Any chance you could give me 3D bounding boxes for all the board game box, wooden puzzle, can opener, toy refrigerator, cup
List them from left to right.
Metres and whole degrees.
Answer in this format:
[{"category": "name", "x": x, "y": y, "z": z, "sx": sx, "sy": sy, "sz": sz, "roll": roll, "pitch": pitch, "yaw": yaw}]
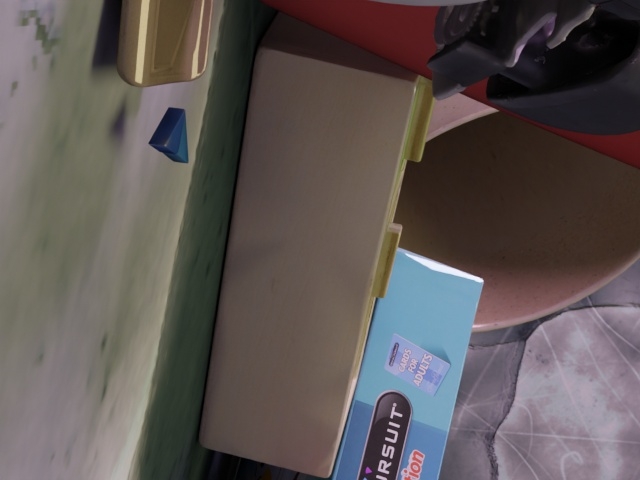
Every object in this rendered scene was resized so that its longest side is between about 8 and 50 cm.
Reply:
[{"category": "wooden puzzle", "x": -0.048, "y": -0.084, "z": 0.411, "sx": 0.078, "sy": 0.014, "sz": 0.116, "roll": -6, "pitch": 104, "yaw": -80}, {"category": "board game box", "x": -0.002, "y": 0.198, "z": 0.977, "sx": 0.254, "sy": 0.079, "sz": 0.336, "roll": 143, "pitch": -35, "yaw": -64}, {"category": "toy refrigerator", "x": 0.000, "y": 0.000, "z": 0.769, "sx": 0.102, "sy": 0.094, "sz": 0.269, "roll": -69, "pitch": 171, "yaw": -58}, {"category": "cup", "x": 0.151, "y": -0.100, "z": 1.278, "sx": 0.331, "sy": 0.331, "sz": 0.237, "roll": 99, "pitch": -18, "yaw": -50}, {"category": "can opener", "x": 0.122, "y": -0.094, "z": 0.392, "sx": 0.283, "sy": 0.095, "sz": 0.076, "roll": -16, "pitch": -128, "yaw": 64}]

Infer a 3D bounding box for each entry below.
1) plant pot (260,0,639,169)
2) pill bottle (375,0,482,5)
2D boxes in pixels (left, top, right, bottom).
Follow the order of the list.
[{"category": "plant pot", "x": 0.107, "y": -0.177, "z": 0.600, "sx": 0.275, "sy": 0.243, "sz": 0.275, "roll": 13, "pitch": 90, "yaw": -86}, {"category": "pill bottle", "x": 0.034, "y": -0.192, "z": 0.393, "sx": 0.121, "sy": 0.121, "sz": 0.221, "roll": 76, "pitch": 27, "yaw": -81}]
